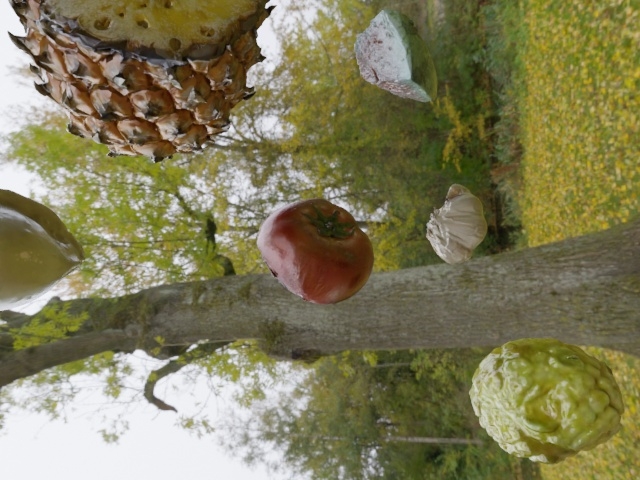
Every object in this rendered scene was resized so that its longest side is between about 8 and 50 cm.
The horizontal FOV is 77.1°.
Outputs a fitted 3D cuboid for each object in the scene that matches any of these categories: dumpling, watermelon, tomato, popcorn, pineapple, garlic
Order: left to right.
[{"bbox_3d":[-0.375,0.005,0.454,0.181,0.111,0.155,-90,-24,-81],"label":"dumpling"},{"bbox_3d":[-0.251,-0.296,0.600,0.300,0.351,0.353,146,126,-63],"label":"pineapple"},{"bbox_3d":[0.001,0.000,0.716,0.225,0.224,0.085,-79,17,-45],"label":"tomato"},{"bbox_3d":[0.133,-0.273,0.648,0.180,0.094,0.081,29,-114,-26],"label":"watermelon"},{"bbox_3d":[0.185,-0.024,0.544,0.094,0.074,0.113,27,-121,-60],"label":"garlic"},{"bbox_3d":[0.421,0.283,0.745,0.237,0.251,0.206,111,144,-45],"label":"popcorn"}]
